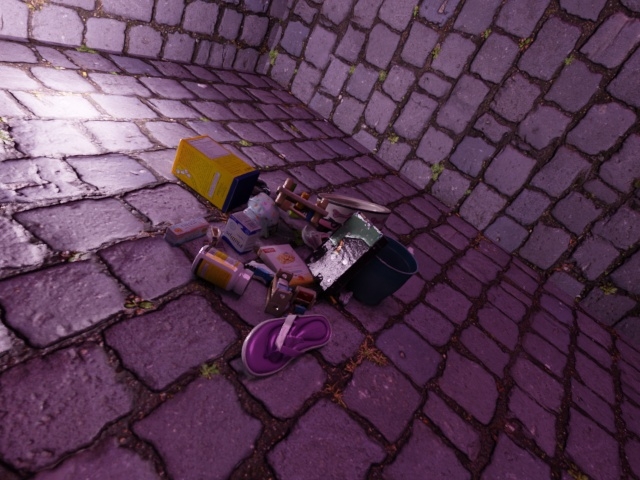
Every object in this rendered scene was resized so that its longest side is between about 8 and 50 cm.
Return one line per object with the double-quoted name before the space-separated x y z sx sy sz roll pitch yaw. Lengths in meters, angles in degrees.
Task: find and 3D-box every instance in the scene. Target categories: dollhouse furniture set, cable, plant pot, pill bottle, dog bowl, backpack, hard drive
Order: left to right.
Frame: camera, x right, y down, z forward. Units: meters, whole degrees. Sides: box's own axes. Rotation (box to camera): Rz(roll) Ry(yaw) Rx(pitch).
"dollhouse furniture set" -0.448 -0.039 1.714 0.090 0.081 0.114 6 38 -34
"pill bottle" -0.363 0.115 1.523 0.208 0.119 0.119 29 30 -2
"cable" -0.362 -0.286 2.198 0.184 0.047 0.151 16 38 -26
"backpack" -0.273 -0.116 1.872 0.144 0.188 0.166 -29 64 -37
"dollhouse furniture set" -0.104 0.218 1.577 0.183 0.129 0.129 21 32 -14
"hard drive" 0.107 0.049 1.754 0.064 0.339 0.237 41 6 -40
"dog bowl" 0.165 -0.135 2.191 0.407 0.151 0.408 13 13 -3
"plant pot" 0.263 0.147 1.864 0.271 0.255 0.272 23 30 -14

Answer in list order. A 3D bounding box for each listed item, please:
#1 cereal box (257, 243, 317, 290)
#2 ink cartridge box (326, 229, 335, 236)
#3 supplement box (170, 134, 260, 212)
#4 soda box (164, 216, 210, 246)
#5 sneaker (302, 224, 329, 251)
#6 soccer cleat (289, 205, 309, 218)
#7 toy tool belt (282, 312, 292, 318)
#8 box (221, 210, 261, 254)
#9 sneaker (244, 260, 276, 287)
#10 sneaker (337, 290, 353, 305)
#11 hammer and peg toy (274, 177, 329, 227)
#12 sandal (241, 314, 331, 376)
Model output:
"cereal box" -0.144 0.113 1.777 0.173 0.047 0.240 -6 46 -46
"ink cartridge box" 0.149 -0.006 2.126 0.223 0.045 0.223 18 24 20
"supplement box" -0.511 -0.330 1.982 0.356 0.195 0.194 36 31 10
"soda box" -0.539 -0.038 1.656 0.058 0.063 0.183 38 31 15
"sneaker" 0.000 0.000 2.003 0.102 0.111 0.252 0 42 -40
"soccer cleat" -0.087 -0.153 2.194 0.178 0.072 0.060 -2 42 -41
"toy tool belt" -0.123 0.299 1.519 0.051 0.052 0.083 21 30 -30
"box" -0.338 -0.031 1.740 0.126 0.137 0.072 40 33 17
"sneaker" -0.217 0.136 1.667 0.190 0.071 0.083 31 25 2
"sneaker" 0.102 0.240 1.806 0.069 0.038 0.098 34 30 6
"hammer and peg toy" -0.091 -0.178 1.963 0.265 0.127 0.361 28 -2 -7
"sandal" -0.094 0.328 1.398 0.416 0.102 0.170 -13 77 -50
